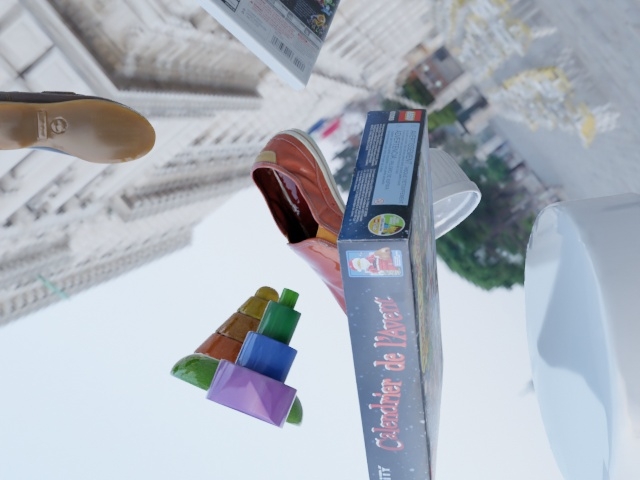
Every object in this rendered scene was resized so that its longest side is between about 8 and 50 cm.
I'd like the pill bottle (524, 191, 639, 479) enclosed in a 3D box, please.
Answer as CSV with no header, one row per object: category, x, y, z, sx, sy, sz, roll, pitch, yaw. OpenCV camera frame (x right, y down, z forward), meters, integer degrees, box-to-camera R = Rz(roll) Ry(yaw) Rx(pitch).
pill bottle,0.342,0.051,0.646,0.224,0.392,0.224,175,90,-87

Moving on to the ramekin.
ramekin,0.167,-0.072,1.835,0.109,0.207,0.207,60,-167,18

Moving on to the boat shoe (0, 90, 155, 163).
boat shoe,-0.287,-0.132,1.144,0.207,0.073,0.073,6,-161,-21

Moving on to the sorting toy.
sorting toy,-0.058,0.093,0.964,0.127,0.126,0.365,23,171,-5

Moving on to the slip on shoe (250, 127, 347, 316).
slip on shoe,0.000,0.000,1.515,0.101,0.123,0.331,-39,-74,-41

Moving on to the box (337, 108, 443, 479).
box,0.055,0.049,0.722,0.159,0.044,0.233,-77,-18,-53

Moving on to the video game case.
video game case,-0.063,-0.303,1.261,0.190,0.022,0.173,39,-126,-29
